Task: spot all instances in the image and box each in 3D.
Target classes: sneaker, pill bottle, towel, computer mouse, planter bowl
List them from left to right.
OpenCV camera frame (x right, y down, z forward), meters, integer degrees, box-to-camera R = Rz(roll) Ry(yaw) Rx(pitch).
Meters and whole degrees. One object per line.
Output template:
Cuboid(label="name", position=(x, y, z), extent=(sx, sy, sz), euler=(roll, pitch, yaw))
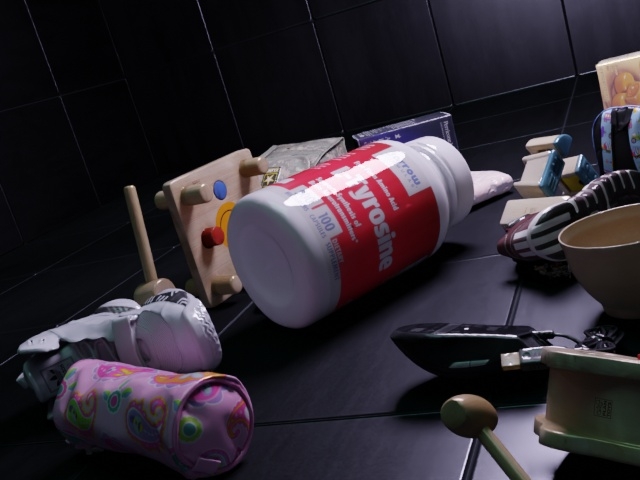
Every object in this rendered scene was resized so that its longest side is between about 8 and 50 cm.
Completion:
Cuboid(label="sneaker", position=(-0.306, 0.175, 1.144), extent=(0.210, 0.137, 0.366), euler=(-28, 13, -37))
Cuboid(label="pill bottle", position=(0.066, -0.034, 1.310), extent=(0.408, 0.229, 0.229), euler=(-27, 17, -34))
Cuboid(label="towel", position=(0.198, -0.081, 1.705), extent=(0.332, 0.053, 0.317), euler=(-23, 14, -26))
Cuboid(label="computer mouse", position=(0.195, 0.131, 0.846), extent=(0.262, 0.060, 0.184), euler=(-2, 2, 19))
Cuboid(label="sneaker", position=(0.388, -0.032, 1.209), extent=(0.281, 0.106, 0.162), euler=(-14, -3, -29))
Cuboid(label="planter bowl", position=(0.385, 0.029, 0.945), extent=(0.162, 0.109, 0.162), euler=(-17, 13, 4))

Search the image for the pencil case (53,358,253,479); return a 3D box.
Cuboid(label="pencil case", position=(-0.210, 0.210, 0.934), extent=(0.284, 0.124, 0.124), euler=(-5, 18, 43))

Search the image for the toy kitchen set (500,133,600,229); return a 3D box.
Cuboid(label="toy kitchen set", position=(0.439, -0.073, 1.383), extent=(0.122, 0.166, 0.207), euler=(-2, 57, 47))

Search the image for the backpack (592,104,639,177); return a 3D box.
Cuboid(label="backpack", position=(0.553, -0.155, 1.330), extent=(0.117, 0.173, 0.158), euler=(-24, 15, -27))

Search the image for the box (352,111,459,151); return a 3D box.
Cuboid(label="box", position=(0.188, -0.175, 1.657), extent=(0.207, 0.153, 0.108), euler=(-16, 13, 0))

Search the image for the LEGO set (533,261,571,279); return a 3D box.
Cuboid(label="LEGO set", position=(0.344, 0.044, 1.130), extent=(0.054, 0.023, 0.083), euler=(-12, 1, 8))

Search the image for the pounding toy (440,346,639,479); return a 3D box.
Cuboid(label="pounding toy", position=(0.250, 0.170, 0.646), extent=(0.270, 0.154, 0.154), euler=(4, -5, 33))

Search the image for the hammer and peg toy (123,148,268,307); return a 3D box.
Cuboid(label="hammer and peg toy", position=(-0.211, -0.017, 1.486), extent=(0.127, 0.266, 0.361), euler=(-7, 16, 35))

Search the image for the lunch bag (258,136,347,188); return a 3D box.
Cuboid(label="lunch bag", position=(-0.080, -0.156, 2.091), extent=(0.235, 0.169, 0.287), euler=(-3, 27, 33))

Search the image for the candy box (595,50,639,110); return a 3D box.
Cuboid(label="candy box", position=(0.816, -0.358, 1.785), extent=(0.316, 0.183, 0.087), euler=(-8, 17, 32))
